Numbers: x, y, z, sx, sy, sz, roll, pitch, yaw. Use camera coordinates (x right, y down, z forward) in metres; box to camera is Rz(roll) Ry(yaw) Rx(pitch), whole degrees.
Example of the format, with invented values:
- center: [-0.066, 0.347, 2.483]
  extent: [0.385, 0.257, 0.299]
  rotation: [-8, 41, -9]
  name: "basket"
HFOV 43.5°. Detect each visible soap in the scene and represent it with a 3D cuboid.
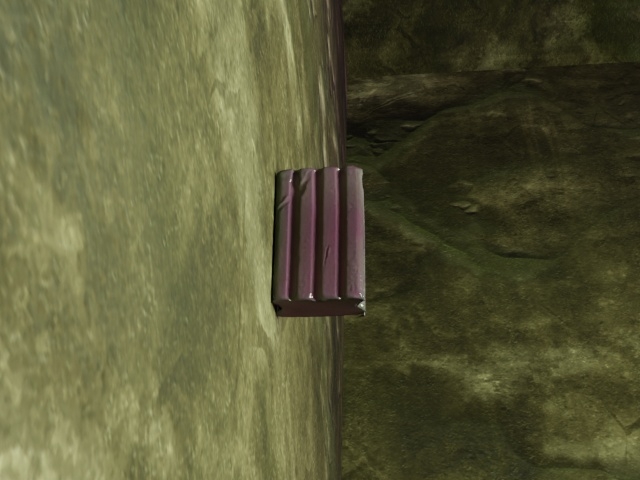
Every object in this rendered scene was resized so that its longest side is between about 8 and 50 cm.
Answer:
- center: [0.000, 0.000, 1.073]
  extent: [0.065, 0.122, 0.203]
  rotation: [78, 12, -61]
  name: "soap"
